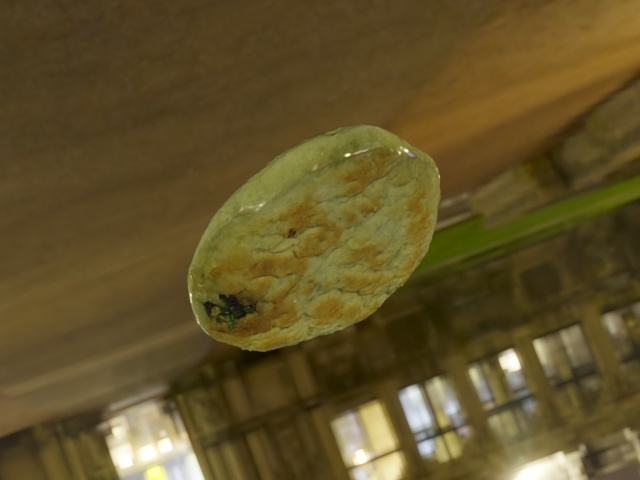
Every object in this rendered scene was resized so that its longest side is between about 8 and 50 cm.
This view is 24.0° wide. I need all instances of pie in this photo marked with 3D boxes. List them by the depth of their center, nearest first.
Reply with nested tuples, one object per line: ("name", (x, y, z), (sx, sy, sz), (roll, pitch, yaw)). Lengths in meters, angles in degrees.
("pie", (0.000, 0.000, 0.428), (0.085, 0.017, 0.085), (-23, 145, -18))
